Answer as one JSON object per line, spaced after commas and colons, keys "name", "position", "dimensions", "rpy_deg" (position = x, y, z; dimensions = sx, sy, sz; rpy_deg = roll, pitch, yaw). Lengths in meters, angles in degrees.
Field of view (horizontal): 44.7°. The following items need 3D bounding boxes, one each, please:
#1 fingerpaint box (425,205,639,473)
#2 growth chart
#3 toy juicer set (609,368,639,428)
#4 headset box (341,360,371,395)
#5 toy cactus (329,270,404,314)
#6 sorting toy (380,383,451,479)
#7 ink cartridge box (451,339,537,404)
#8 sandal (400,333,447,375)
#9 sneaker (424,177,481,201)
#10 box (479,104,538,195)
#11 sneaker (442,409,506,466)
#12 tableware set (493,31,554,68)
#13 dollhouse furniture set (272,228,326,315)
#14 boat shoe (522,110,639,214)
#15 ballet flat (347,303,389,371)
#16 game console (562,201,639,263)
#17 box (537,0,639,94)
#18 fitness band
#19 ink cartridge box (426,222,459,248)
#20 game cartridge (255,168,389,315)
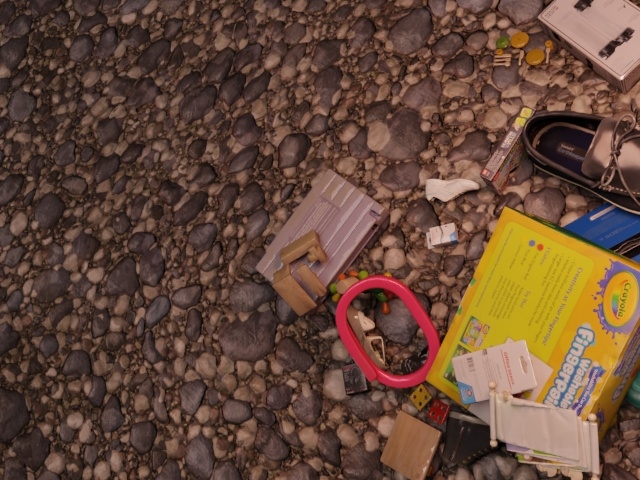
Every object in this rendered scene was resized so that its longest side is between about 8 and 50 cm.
{"name": "fingerpaint box", "position": [0.491, 0.205, 1.684], "dimensions": [0.371, 0.163, 0.444], "rpy_deg": [31, 105, 39]}
{"name": "growth chart", "position": [0.441, 0.388, 1.549], "dimensions": [0.237, 0.021, 0.172], "rpy_deg": [12, 113, 31]}
{"name": "toy juicer set", "position": [0.699, 0.265, 1.690], "dimensions": [0.329, 0.089, 0.209], "rpy_deg": [-30, 60, 27]}
{"name": "headset box", "position": [0.092, 0.351, 1.995], "dimensions": [0.062, 0.032, 0.083], "rpy_deg": [-16, 69, 21]}
{"name": "toy cactus", "position": [0.098, 0.127, 1.984], "dimensions": [0.219, 0.180, 0.112], "rpy_deg": [8, 92, 34]}
{"name": "sorting toy", "position": [0.229, 0.487, 1.863], "dimensions": [0.132, 0.046, 0.274], "rpy_deg": [19, 87, 46]}
{"name": "ink cartridge box", "position": [0.374, 0.275, 1.627], "dimensions": [0.180, 0.060, 0.104], "rpy_deg": [-23, 72, 38]}
{"name": "sandal", "position": [0.276, 0.285, 1.919], "dimensions": [0.179, 0.040, 0.067], "rpy_deg": [-32, 63, 14]}
{"name": "sneaker", "position": [0.343, -0.129, 2.017], "dimensions": [0.152, 0.054, 0.061], "rpy_deg": [0, 83, 32]}
{"name": "box", "position": [0.477, -0.223, 1.939], "dimensions": [0.036, 0.114, 0.207], "rpy_deg": [32, 90, 30]}
{"name": "sneaker", "position": [0.390, 0.473, 1.790], "dimensions": [0.222, 0.083, 0.118], "rpy_deg": [7, 82, 38]}
{"name": "tableware set", "position": [0.536, -0.503, 2.054], "dimensions": [0.154, 0.024, 0.104], "rpy_deg": [3, 72, 28]}
{"name": "dollhouse furniture set", "position": [-0.036, 0.085, 2.082], "dimensions": [0.144, 0.123, 0.151], "rpy_deg": [-32, 28, 14]}
{"name": "boat shoe", "position": [0.663, -0.183, 1.746], "dimensions": [0.500, 0.156, 0.186], "rpy_deg": [28, 91, 45]}
{"name": "ballet flat", "position": [0.116, 0.238, 1.963], "dimensions": [0.068, 0.072, 0.213], "rpy_deg": [-21, 97, 11]}
{"name": "game console", "position": [0.719, 0.040, 1.788], "dimensions": [0.293, 0.173, 0.250], "rpy_deg": [-30, 32, 14]}
{"name": "box", "position": [0.706, -0.517, 1.935], "dimensions": [0.169, 0.087, 0.290], "rpy_deg": [-45, 60, 7]}
{"name": "fitness band", "position": [0.164, 0.224, 1.886], "dimensions": [0.209, 0.054, 0.291], "rpy_deg": [-33, 91, 10]}
{"name": "ink cartridge box", "position": [0.311, -0.011, 2.003], "dimensions": [0.083, 0.028, 0.048], "rpy_deg": [-14, 68, 22]}
{"name": "game cartridge", "position": [0.000, 0.000, 2.138], "dimensions": [0.230, 0.068, 0.355], "rpy_deg": [39, 93, 34]}
